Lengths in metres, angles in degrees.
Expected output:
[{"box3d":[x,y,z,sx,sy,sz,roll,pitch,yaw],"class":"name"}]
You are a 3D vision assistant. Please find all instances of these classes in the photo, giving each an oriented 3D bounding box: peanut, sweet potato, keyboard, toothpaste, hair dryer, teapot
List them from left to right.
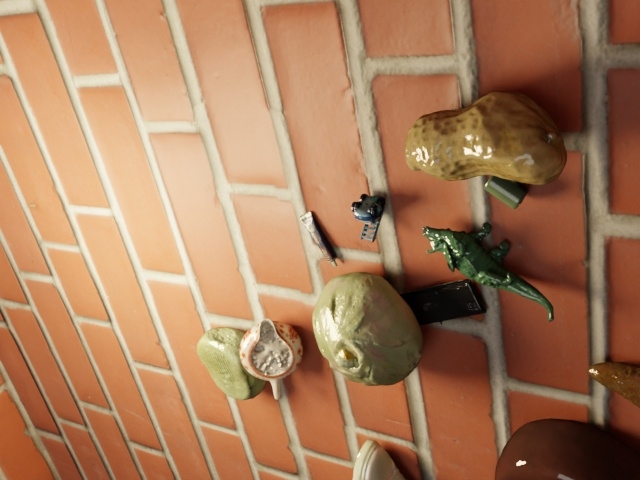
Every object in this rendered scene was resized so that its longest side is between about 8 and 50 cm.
[{"box3d":[-0.122,0.290,1.869,0.116,0.159,0.246,-129,24,-68],"class":"teapot"},{"box3d":[0.000,0.000,1.651,0.037,0.021,0.140,-23,102,39],"class":"toothpaste"},{"box3d":[0.242,0.139,1.572,0.230,0.025,0.094,-17,108,42],"class":"keyboard"},{"box3d":[0.281,-0.173,1.244,0.291,0.159,0.143,7,152,44],"class":"peanut"},{"box3d":[0.357,-0.130,1.295,0.071,0.047,0.150,35,124,7],"class":"hair dryer"},{"box3d":[0.660,0.303,1.342,0.341,0.092,0.114,28,150,17],"class":"sweet potato"}]

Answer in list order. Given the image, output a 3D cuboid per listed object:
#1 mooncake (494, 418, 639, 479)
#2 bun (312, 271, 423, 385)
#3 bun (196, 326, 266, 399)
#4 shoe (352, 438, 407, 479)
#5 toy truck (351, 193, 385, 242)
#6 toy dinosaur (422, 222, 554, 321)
[{"box3d":[0.545,0.528,1.530,0.325,0.174,0.334,-15,114,45],"class":"mooncake"},{"box3d":[0.081,0.214,1.611,0.283,0.179,0.283,31,140,31],"class":"bun"},{"box3d":[-0.232,0.322,1.988,0.221,0.108,0.221,27,138,27],"class":"bun"},{"box3d":[0.197,0.676,1.919,0.160,0.132,0.363,7,128,33],"class":"shoe"},{"box3d":[0.101,-0.045,1.507,0.056,0.073,0.090,13,126,29],"class":"toy truck"},{"box3d":[0.326,0.041,1.408,0.291,0.079,0.120,24,137,24],"class":"toy dinosaur"}]
